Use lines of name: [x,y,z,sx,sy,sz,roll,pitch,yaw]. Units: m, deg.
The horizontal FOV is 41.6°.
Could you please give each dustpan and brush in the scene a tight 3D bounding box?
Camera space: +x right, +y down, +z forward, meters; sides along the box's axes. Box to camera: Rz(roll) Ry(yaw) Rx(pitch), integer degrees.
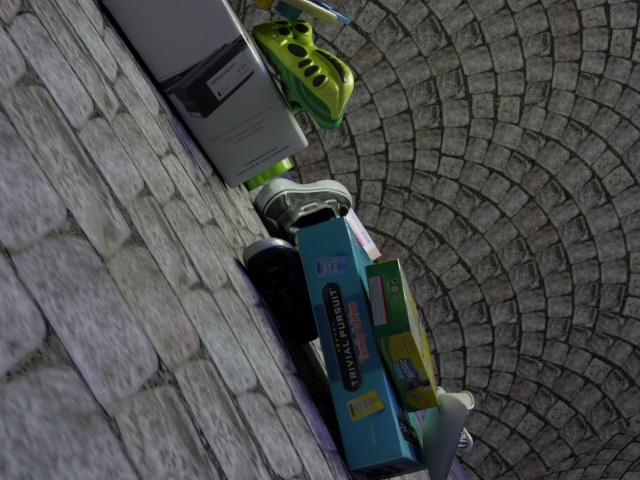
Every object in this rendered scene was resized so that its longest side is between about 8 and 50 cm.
dustpan and brush: [0.189,0.270,1.262,0.211,0.060,0.147,-124,-133,-68]

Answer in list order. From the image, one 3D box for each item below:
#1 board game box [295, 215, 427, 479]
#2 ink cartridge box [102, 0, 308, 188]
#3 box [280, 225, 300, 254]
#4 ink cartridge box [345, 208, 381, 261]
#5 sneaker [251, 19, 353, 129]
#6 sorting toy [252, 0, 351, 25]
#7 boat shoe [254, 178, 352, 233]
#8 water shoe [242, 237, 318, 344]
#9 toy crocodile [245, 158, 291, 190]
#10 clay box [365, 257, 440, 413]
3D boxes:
board game box: [0.062,0.166,1.228,0.254,0.079,0.336,53,23,-67]
ink cartridge box: [-0.206,-0.331,1.436,0.395,0.166,0.285,58,3,-38]
box: [0.000,0.000,1.906,0.159,0.044,0.233,13,18,-13]
ink cartridge box: [0.040,-0.009,2.327,0.235,0.088,0.193,58,-29,3]
sneaker: [-0.042,-0.287,1.434,0.296,0.109,0.124,-122,-150,-44]
sorting toy: [-0.092,-0.421,1.412,0.196,0.047,0.347,41,19,30]
boat shoe: [-0.018,-0.054,1.822,0.119,0.121,0.335,52,26,19]
water shoe: [-0.042,0.072,1.192,0.203,0.072,0.080,56,7,-49]
toy crocodile: [-0.112,-0.183,1.704,0.115,0.105,0.340,59,-17,-5]
clay box: [0.118,0.144,1.175,0.222,0.053,0.128,67,13,-46]
